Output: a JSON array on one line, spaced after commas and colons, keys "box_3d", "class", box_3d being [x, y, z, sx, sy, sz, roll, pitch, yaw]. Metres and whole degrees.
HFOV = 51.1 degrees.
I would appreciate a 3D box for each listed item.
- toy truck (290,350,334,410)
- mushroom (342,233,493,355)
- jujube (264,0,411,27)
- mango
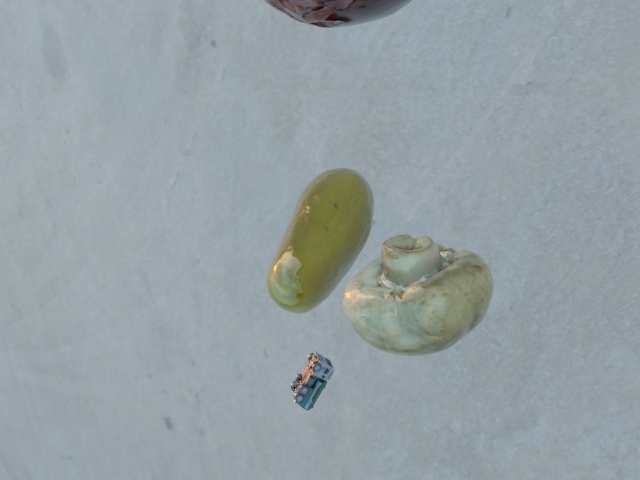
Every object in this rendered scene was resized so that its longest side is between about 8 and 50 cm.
[{"box_3d": [-0.012, 0.209, 0.996, 0.083, 0.044, 0.039, -60, 22, 9], "class": "toy truck"}, {"box_3d": [0.095, 0.052, 0.658, 0.148, 0.148, 0.112, 17, 123, 45], "class": "mushroom"}, {"box_3d": [0.043, -0.283, 0.570, 0.255, 0.190, 0.190, -11, 95, 44], "class": "jujube"}, {"box_3d": [-0.001, 0.003, 1.144, 0.142, 0.332, 0.195, 26, 140, 5], "class": "mango"}]
